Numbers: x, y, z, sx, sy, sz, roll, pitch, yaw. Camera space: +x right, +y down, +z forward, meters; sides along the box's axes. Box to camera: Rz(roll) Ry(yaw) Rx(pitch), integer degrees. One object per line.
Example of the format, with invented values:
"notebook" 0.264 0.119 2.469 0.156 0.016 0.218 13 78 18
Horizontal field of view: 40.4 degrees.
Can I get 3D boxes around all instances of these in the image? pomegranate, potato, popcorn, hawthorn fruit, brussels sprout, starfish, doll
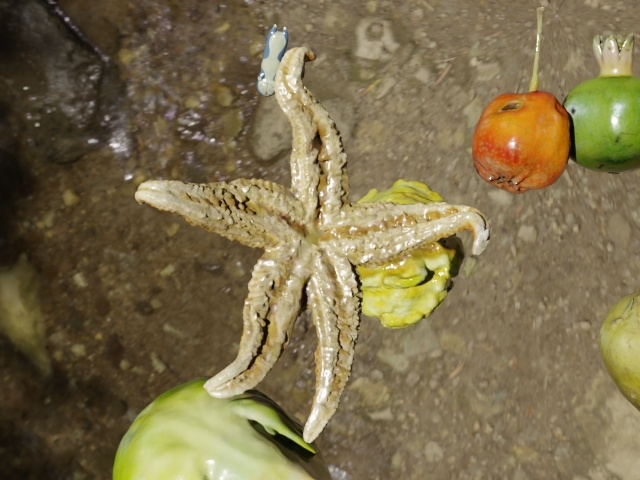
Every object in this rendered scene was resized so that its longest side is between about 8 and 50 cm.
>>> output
"pomegranate" 0.473 -0.218 1.396 0.187 0.187 0.225 1 101 15
"potato" 0.599 0.211 1.342 0.359 0.270 0.219 32 81 13
"popcorn" 0.151 0.034 1.559 0.234 0.242 0.250 -4 114 36
"hawthorn fruit" 0.323 -0.216 1.365 0.165 0.165 0.286 7 78 13
"brussels sprout" -0.118 0.325 1.185 0.344 0.344 0.268 16 84 11
"starfish" 0.000 -0.001 0.850 0.327 0.094 0.375 -13 93 -11
"doll" -0.078 -0.291 1.419 0.037 0.027 0.125 12 123 -5
